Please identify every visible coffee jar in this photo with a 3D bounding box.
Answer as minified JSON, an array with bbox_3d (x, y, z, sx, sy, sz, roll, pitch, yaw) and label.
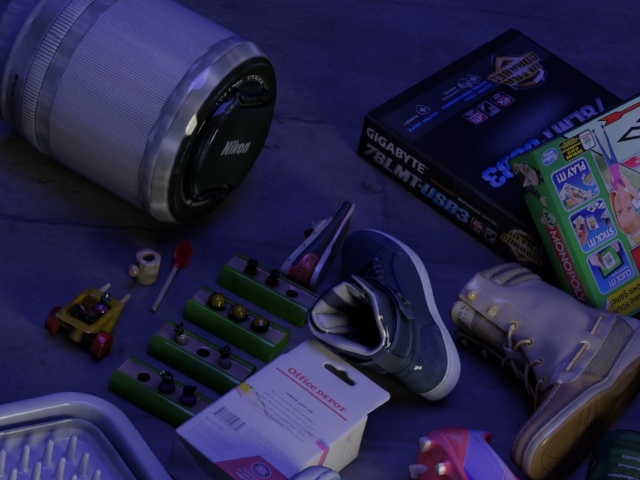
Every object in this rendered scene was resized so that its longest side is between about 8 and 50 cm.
[{"bbox_3d":[0.282,0.273,1.759,0.079,0.096,0.184,15,40,6],"label":"coffee jar"}]

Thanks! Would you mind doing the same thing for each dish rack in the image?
[{"bbox_3d":[-0.276,0.266,1.612,0.332,0.072,0.285,-10,41,-34],"label":"dish rack"}]

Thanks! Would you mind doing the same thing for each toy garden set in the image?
[{"bbox_3d":[-0.142,0.071,1.912,0.203,0.049,0.244,27,43,16],"label":"toy garden set"}]

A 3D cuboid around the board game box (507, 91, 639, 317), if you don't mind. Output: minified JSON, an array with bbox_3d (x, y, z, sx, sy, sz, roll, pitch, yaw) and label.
[{"bbox_3d":[0.368,-0.052,2.092,0.317,0.046,0.214,-27,95,-37],"label":"board game box"}]

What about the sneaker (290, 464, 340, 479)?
[{"bbox_3d":[0.010,0.350,1.585,0.208,0.127,0.319,21,51,12],"label":"sneaker"}]

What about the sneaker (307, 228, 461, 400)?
[{"bbox_3d":[0.044,0.051,1.906,0.163,0.086,0.226,26,26,-44],"label":"sneaker"}]

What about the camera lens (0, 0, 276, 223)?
[{"bbox_3d":[-0.202,-0.162,2.029,0.274,0.219,0.219,30,44,18],"label":"camera lens"}]

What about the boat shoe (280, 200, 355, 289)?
[{"bbox_3d":[0.000,0.000,2.033,0.043,0.049,0.137,20,46,11],"label":"boat shoe"}]

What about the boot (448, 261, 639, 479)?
[{"bbox_3d":[0.211,0.126,1.902,0.203,0.095,0.262,28,43,23],"label":"boot"}]

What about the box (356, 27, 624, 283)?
[{"bbox_3d":[0.246,-0.106,2.199,0.293,0.073,0.295,37,47,26],"label":"box"}]

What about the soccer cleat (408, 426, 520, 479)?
[{"bbox_3d":[0.173,0.269,1.752,0.095,0.083,0.248,-6,42,-27],"label":"soccer cleat"}]

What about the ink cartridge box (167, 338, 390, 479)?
[{"bbox_3d":[-0.037,0.187,1.795,0.115,0.067,0.198,36,47,24],"label":"ink cartridge box"}]
